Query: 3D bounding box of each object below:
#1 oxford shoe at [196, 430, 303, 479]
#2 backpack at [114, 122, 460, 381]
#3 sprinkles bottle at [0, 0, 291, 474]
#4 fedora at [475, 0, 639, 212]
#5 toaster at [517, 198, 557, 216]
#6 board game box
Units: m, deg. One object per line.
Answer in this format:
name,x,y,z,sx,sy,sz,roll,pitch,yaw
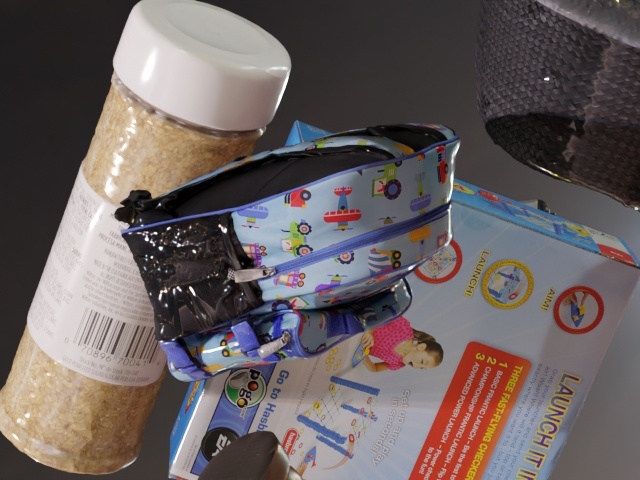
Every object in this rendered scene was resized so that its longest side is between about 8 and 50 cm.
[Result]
oxford shoe,-0.057,0.202,1.013,0.076,0.076,0.212,54,-130,-25
backpack,0.000,0.000,1.065,0.173,0.116,0.158,-15,3,29
sprinkles bottle,-0.137,0.001,1.415,0.121,0.121,0.355,-13,-48,-53
fedora,0.185,-0.117,1.137,0.334,0.334,0.152,-15,-49,-52
toaster,0.184,0.058,1.891,0.168,0.110,0.185,-82,-14,-60
board game box,0.066,0.096,1.600,0.086,0.302,0.308,-103,34,-72
